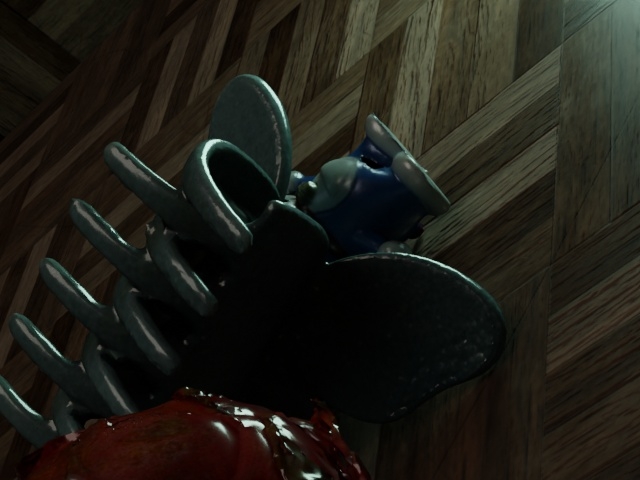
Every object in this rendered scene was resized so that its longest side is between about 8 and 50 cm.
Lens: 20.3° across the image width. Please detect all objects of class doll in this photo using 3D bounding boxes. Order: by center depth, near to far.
[{"bbox_3d":[0.000,0.000,1.709,0.257,0.161,0.215,-47,31,10],"label":"doll"}]

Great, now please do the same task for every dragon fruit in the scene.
[{"bbox_3d":[-0.091,0.253,1.250,0.301,0.296,0.296,-7,32,6],"label":"dragon fruit"}]

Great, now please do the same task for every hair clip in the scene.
[{"bbox_3d":[-0.102,0.064,1.513,0.392,0.238,0.318,46,114,31],"label":"hair clip"}]
